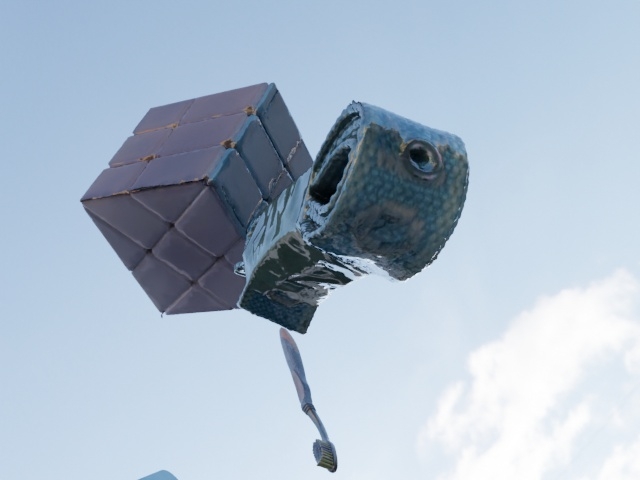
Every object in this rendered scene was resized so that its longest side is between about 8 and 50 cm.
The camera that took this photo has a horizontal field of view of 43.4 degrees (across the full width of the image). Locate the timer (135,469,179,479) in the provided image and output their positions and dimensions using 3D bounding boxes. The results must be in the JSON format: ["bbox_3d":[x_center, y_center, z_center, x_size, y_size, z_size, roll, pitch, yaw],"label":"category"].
[{"bbox_3d":[-0.238,0.485,1.293,0.091,0.250,0.232,-43,-102,15],"label":"timer"}]

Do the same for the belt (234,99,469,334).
[{"bbox_3d":[0.000,0.000,0.512,0.072,0.302,0.087,14,-107,-13],"label":"belt"}]

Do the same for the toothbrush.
[{"bbox_3d":[-0.027,0.244,1.309,0.037,0.375,0.028,25,-72,-23],"label":"toothbrush"}]

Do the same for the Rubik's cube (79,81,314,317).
[{"bbox_3d":[-0.144,-0.051,1.109,0.221,0.225,0.231,-6,-50,29],"label":"Rubik's cube"}]
